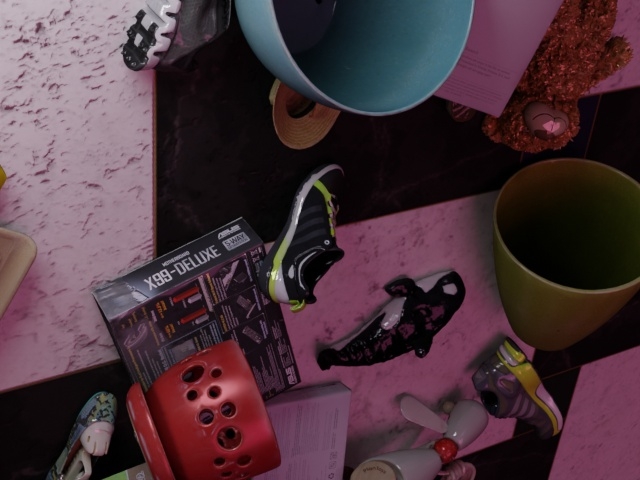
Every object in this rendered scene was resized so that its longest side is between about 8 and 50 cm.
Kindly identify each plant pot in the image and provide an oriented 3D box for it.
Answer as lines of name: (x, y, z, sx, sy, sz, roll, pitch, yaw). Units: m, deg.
plant pot: (-0.165, 0.254, 1.429, 0.174, 0.191, 0.191, -22, 132, -10)
plant pot: (0.413, 0.057, 1.764, 0.275, 0.275, 0.293, -25, 147, -18)
plant pot: (0.012, -0.294, 1.224, 0.290, 0.195, 0.290, -5, 99, -34)

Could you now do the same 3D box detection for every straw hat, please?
straw hat: (-0.032, -0.198, 1.384, 0.144, 0.061, 0.144, -28, 131, -38)

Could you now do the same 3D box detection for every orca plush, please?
orca plush: (0.136, 0.153, 1.727, 0.287, 0.102, 0.151, -19, 130, -22)

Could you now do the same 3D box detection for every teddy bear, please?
teddy bear: (0.365, -0.282, 1.564, 0.245, 0.113, 0.338, 17, 110, -39)

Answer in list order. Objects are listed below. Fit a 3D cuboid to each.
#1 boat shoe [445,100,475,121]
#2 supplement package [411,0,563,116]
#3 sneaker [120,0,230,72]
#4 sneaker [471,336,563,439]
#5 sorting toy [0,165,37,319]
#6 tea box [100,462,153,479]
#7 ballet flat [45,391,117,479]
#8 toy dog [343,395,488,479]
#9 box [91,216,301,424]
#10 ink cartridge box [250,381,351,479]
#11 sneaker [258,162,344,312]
boat shoe: (0.209, -0.254, 1.529, 0.056, 0.048, 0.153, -10, 120, -14)
supplement package: (0.201, -0.342, 1.355, 0.175, 0.177, 0.293, 10, 115, -42)
sneaker: (-0.144, -0.297, 1.227, 0.106, 0.078, 0.234, 10, 118, -42)
sneaker: (0.381, 0.305, 2.022, 0.121, 0.111, 0.300, -33, 130, 4)
sorting toy: (-0.470, 0.012, 1.255, 0.229, 0.041, 0.307, 22, 107, -38)
tea box: (-0.328, 0.551, 1.558, 0.323, 0.220, 0.329, -23, 137, -3)
ballet flat: (-0.347, 0.315, 1.539, 0.070, 0.070, 0.188, 14, 112, -40)
toy dog: (0.149, 0.400, 1.916, 0.334, 0.161, 0.220, -18, 128, -43)
box: (-0.172, 0.148, 1.528, 0.242, 0.076, 0.307, -27, 133, -15)
ink cartridge box: (-0.058, 0.363, 1.757, 0.224, 0.045, 0.223, -5, 111, -32)
sneaker: (0.000, 0.000, 1.475, 0.234, 0.097, 0.084, -65, 150, -19)
